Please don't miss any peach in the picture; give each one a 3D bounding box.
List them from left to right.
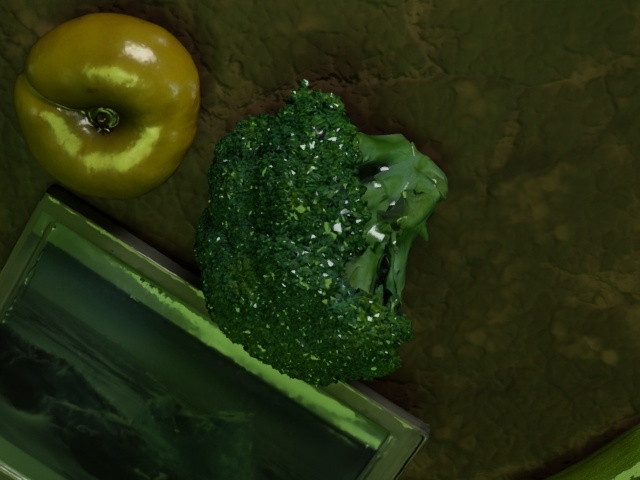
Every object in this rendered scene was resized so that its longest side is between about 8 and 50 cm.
[{"bbox_3d":[-0.196,-0.126,1.400,0.179,0.103,0.179,4,115,9],"label":"peach"}]

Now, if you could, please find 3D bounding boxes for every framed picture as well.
[{"bbox_3d":[-0.158,0.192,1.545,0.446,0.028,0.326,32,112,0],"label":"framed picture"}]

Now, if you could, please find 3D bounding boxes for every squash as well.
[{"bbox_3d":[0.270,0.251,1.537,0.258,0.069,0.069,-32,107,21],"label":"squash"}]

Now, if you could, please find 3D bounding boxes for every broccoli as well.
[{"bbox_3d":[0.000,0.000,1.379,0.269,0.241,0.261,49,150,13],"label":"broccoli"}]
